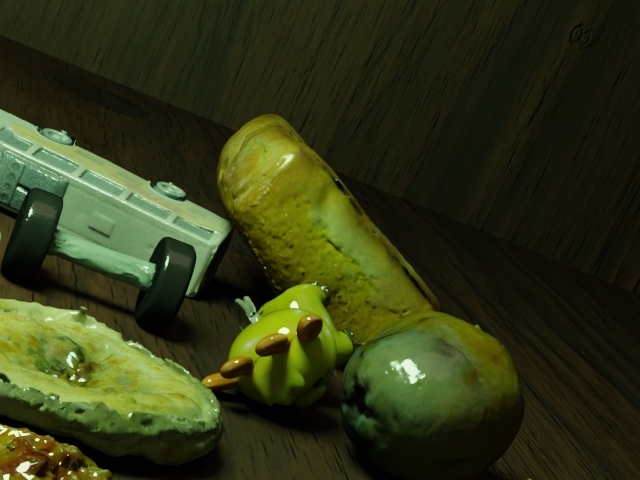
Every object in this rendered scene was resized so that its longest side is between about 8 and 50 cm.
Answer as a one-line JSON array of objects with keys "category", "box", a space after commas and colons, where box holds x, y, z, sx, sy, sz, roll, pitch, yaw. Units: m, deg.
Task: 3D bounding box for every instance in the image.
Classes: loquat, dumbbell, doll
[{"category": "loquat", "box": [0.113, 0.160, 1.586, 0.179, 0.179, 0.227, 28, 12, 16]}, {"category": "dumbbell", "box": [-0.238, 0.020, 1.684, 0.191, 0.100, 0.100, 22, 11, -14]}, {"category": "doll", "box": [-0.038, 0.108, 1.628, 0.135, 0.143, 0.221, 61, 17, 7]}]

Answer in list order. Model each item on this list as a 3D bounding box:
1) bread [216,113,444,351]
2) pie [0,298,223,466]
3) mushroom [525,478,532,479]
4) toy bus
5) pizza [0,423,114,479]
[{"category": "bread", "box": [-0.006, 0.005, 1.953, 0.337, 0.148, 0.328, 51, 0, -18]}, {"category": "pie", "box": [-0.213, 0.119, 1.381, 0.274, 0.055, 0.274, 24, 10, -5]}, {"category": "mushroom", "box": [0.280, 0.310, 1.623, 0.026, 0.028, 0.286, 57, -11, -24]}, {"category": "toy bus", "box": [-0.279, -0.045, 1.928, 0.343, 0.097, 0.138, 26, 18, 0]}, {"category": "pizza", "box": [-0.192, 0.183, 1.055, 0.335, 0.086, 0.226, 31, 14, 39]}]
